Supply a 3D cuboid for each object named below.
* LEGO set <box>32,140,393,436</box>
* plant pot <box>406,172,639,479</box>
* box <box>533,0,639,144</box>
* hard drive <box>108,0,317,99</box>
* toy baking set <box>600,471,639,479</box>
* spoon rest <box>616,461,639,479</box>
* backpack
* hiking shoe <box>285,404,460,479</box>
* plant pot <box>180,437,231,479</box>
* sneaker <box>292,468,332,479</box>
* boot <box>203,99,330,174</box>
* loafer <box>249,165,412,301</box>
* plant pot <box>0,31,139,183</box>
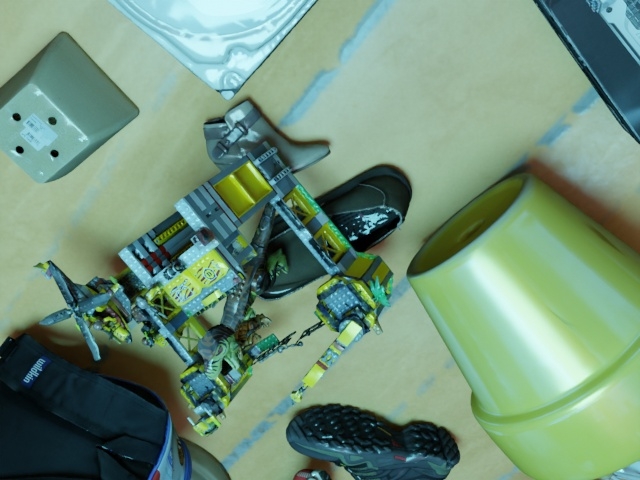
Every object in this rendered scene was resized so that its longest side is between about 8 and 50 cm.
[{"bbox_3d":[-0.109,0.072,0.702,0.331,0.192,0.255,-25,102,31],"label":"LEGO set"},{"bbox_3d":[0.225,0.070,0.735,0.254,0.254,0.239,-40,95,20],"label":"plant pot"},{"bbox_3d":[0.345,-0.271,0.627,0.307,0.076,0.242,-36,112,19],"label":"box"},{"bbox_3d":[-0.134,-0.317,0.615,0.339,0.064,0.237,40,111,-18],"label":"hard drive"},{"bbox_3d":[0.344,0.265,0.862,0.197,0.030,0.256,24,137,-2],"label":"toy baking set"},{"bbox_3d":[0.388,0.255,0.902,0.276,0.084,0.137,9,135,-6],"label":"spoon rest"},{"bbox_3d":[-0.284,0.271,0.803,0.263,0.276,0.213,2,138,22],"label":"backpack"},{"bbox_3d":[0.060,0.288,0.928,0.227,0.086,0.114,13,116,-6],"label":"hiking shoe"},{"bbox_3d":[-0.238,0.381,0.969,0.237,0.109,0.237,0,118,0],"label":"plant pot"},{"bbox_3d":[-0.054,0.390,0.956,0.118,0.107,0.279,16,132,4],"label":"sneaker"},{"bbox_3d":[-0.060,-0.105,0.744,0.118,0.042,0.087,-23,108,5],"label":"boot"},{"bbox_3d":[0.000,0.000,0.776,0.220,0.078,0.080,-36,113,18],"label":"loafer"},{"bbox_3d":[-0.262,-0.119,0.704,0.109,0.096,0.109,-34,113,18],"label":"plant pot"}]
